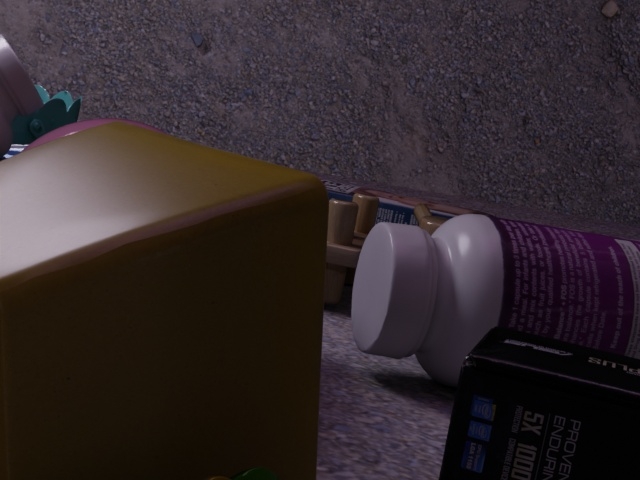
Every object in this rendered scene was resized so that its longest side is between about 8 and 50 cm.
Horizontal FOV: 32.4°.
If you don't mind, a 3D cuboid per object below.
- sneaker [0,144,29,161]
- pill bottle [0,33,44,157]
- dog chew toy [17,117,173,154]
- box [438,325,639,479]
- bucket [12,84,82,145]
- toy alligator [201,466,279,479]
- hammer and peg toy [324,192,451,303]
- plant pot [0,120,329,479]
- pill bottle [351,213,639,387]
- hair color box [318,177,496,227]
[{"bbox_3d":[-0.298,-0.031,1.236,0.330,0.129,0.147,12,6,10],"label":"sneaker"},{"bbox_3d":[-0.439,-0.121,1.194,0.264,0.146,0.146,-31,20,-11],"label":"pill bottle"},{"bbox_3d":[-0.134,0.012,0.954,0.207,0.206,0.332,15,2,26],"label":"dog chew toy"},{"bbox_3d":[0.115,0.140,0.430,0.147,0.180,0.077,14,8,15],"label":"box"},{"bbox_3d":[-0.459,-0.124,1.462,0.281,0.183,0.281,11,9,-2],"label":"bucket"},{"bbox_3d":[-0.097,0.154,0.540,0.190,0.051,0.056,-6,-16,-37],"label":"toy alligator"},{"bbox_3d":[0.000,0.000,1.400,0.361,0.127,0.266,12,7,9],"label":"hammer and peg toy"},{"bbox_3d":[-0.139,0.059,0.647,0.187,0.212,0.212,-15,24,-43],"label":"plant pot"},{"bbox_3d":[0.190,0.064,1.059,0.302,0.169,0.169,9,9,-14],"label":"pill bottle"},{"bbox_3d":[0.091,-0.021,1.720,0.347,0.105,0.174,13,9,10],"label":"hair color box"}]
